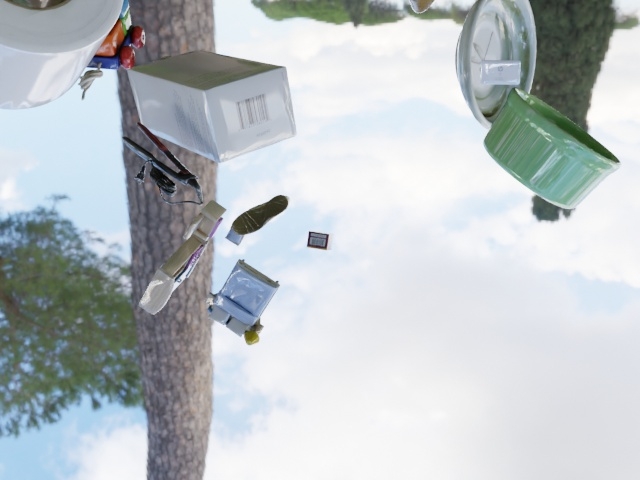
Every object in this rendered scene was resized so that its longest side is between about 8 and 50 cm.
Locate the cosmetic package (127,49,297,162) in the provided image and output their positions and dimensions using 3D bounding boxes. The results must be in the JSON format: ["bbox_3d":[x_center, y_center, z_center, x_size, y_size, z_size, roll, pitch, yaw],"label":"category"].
[{"bbox_3d":[-0.236,-0.297,1.489,0.197,0.155,0.366,-24,-150,-28],"label":"cosmetic package"}]

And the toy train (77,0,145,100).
[{"bbox_3d":[-0.389,-0.370,1.241,0.105,0.143,0.248,3,-140,-1],"label":"toy train"}]

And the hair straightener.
[{"bbox_3d":[-0.308,-0.131,1.352,0.089,0.047,0.230,-45,-111,-6],"label":"hair straightener"}]

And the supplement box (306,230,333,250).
[{"bbox_3d":[0.000,0.000,1.769,0.055,0.043,0.083,8,-178,8],"label":"supplement box"}]

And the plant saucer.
[{"bbox_3d":[0.464,-0.504,1.934,0.101,0.400,0.400,13,-150,39],"label":"plant saucer"}]

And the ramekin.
[{"bbox_3d":[0.528,-0.210,1.647,0.303,0.148,0.303,28,-155,-14],"label":"ramekin"}]

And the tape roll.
[{"bbox_3d":[-0.400,-0.314,0.912,0.246,0.246,0.169,-26,-179,-38],"label":"tape roll"}]

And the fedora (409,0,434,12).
[{"bbox_3d":[0.180,-0.392,0.945,0.079,0.194,0.194,9,-156,-14],"label":"fedora"}]

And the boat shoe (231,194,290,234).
[{"bbox_3d":[-0.140,-0.061,1.678,0.153,0.056,0.048,-33,-178,10],"label":"boat shoe"}]

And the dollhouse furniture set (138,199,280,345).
[{"bbox_3d":[-0.242,0.119,1.766,0.303,0.286,0.198,34,-147,-2],"label":"dollhouse furniture set"}]

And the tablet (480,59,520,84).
[{"bbox_3d":[0.392,-0.366,1.535,0.083,0.054,0.006,4,-148,16],"label":"tablet"}]
